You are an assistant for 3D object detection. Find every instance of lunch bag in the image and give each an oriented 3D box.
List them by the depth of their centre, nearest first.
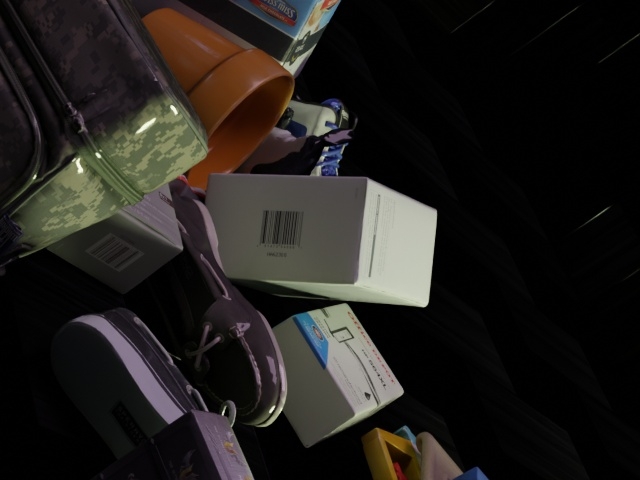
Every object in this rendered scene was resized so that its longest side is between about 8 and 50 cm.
[{"bbox_3d":[-0.287,-0.148,1.497,0.305,0.256,0.212,58,2,15],"label":"lunch bag"}]

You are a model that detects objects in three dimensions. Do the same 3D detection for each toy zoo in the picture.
[{"bbox_3d":[0.141,0.365,2.028,0.192,0.030,0.293,37,25,-44],"label":"toy zoo"}]

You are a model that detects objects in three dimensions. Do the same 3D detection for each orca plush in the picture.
[{"bbox_3d":[-0.037,-0.102,2.110,0.102,0.287,0.151,40,58,-23],"label":"orca plush"}]

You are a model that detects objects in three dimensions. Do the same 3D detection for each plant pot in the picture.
[{"bbox_3d":[-0.171,-0.197,2.018,0.188,0.205,0.205,42,15,12],"label":"plant pot"}]

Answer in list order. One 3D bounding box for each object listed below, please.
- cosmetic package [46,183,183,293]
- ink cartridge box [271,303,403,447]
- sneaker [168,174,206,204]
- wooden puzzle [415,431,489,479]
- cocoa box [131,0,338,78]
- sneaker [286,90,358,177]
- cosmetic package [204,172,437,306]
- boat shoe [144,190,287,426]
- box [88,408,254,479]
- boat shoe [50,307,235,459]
[{"bbox_3d":[-0.244,-0.072,1.717,0.127,0.107,0.238,34,30,-43],"label":"cosmetic package"},{"bbox_3d":[0.009,0.166,1.960,0.148,0.086,0.203,57,18,8],"label":"ink cartridge box"},{"bbox_3d":[-0.175,-0.038,1.908,0.158,0.061,0.064,15,49,-63],"label":"sneaker"},{"bbox_3d":[0.239,0.431,1.972,0.322,0.080,0.348,50,17,-19],"label":"wooden puzzle"},{"bbox_3d":[-0.146,-0.395,2.172,0.347,0.228,0.231,32,18,3],"label":"cocoa box"},{"bbox_3d":[-0.014,-0.109,2.248,0.315,0.182,0.127,59,19,15],"label":"sneaker"},{"bbox_3d":[0.000,0.000,1.963,0.225,0.224,0.138,22,73,-62],"label":"cosmetic package"},{"bbox_3d":[-0.143,0.073,1.728,0.096,0.112,0.335,12,37,-40],"label":"boat shoe"},{"bbox_3d":[-0.116,0.282,1.261,0.056,0.183,0.231,25,33,-58],"label":"box"},{"bbox_3d":[-0.137,0.196,1.483,0.306,0.113,0.105,49,30,13],"label":"boat shoe"}]
